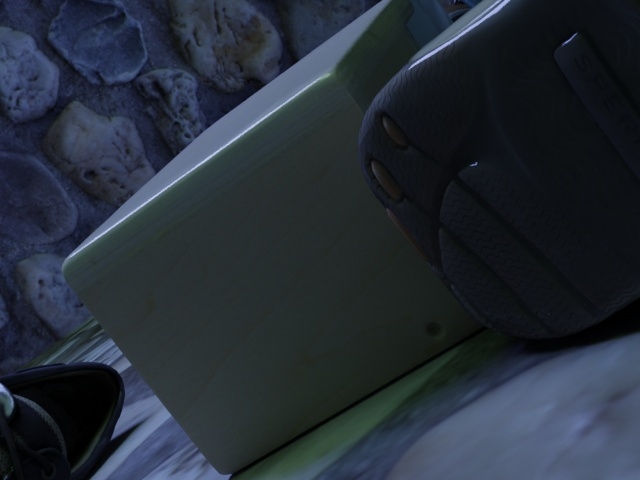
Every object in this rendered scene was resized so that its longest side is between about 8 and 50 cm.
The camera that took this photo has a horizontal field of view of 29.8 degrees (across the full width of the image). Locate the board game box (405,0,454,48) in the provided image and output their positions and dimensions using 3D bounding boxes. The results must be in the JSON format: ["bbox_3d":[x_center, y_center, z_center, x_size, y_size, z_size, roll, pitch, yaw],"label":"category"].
[{"bbox_3d":[0.011,-0.084,1.078,0.275,0.144,0.142,-33,6,25],"label":"board game box"}]

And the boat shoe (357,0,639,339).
[{"bbox_3d":[0.141,-0.078,0.322,0.130,0.132,0.355,-39,8,-32],"label":"boat shoe"}]

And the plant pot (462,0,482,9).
[{"bbox_3d":[0.195,-0.239,0.776,0.255,0.271,0.272,-51,1,16],"label":"plant pot"}]

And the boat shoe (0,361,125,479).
[{"bbox_3d":[-0.199,0.132,0.732,0.092,0.103,0.285,-39,-1,13],"label":"boat shoe"}]

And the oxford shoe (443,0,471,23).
[{"bbox_3d":[0.159,-0.221,1.270,0.083,0.096,0.227,-52,-21,21],"label":"oxford shoe"}]

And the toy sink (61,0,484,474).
[{"bbox_3d":[0.005,-0.014,0.599,0.152,0.131,0.234,-33,11,19],"label":"toy sink"}]
